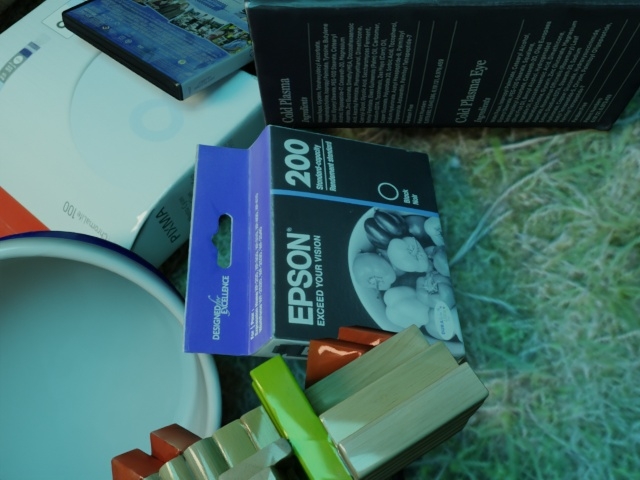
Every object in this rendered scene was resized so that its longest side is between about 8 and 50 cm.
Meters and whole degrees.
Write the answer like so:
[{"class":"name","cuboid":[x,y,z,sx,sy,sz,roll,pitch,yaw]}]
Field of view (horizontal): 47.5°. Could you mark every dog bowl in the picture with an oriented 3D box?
[{"class":"dog bowl","cuboid":[-0.215,0.125,0.572,0.265,0.104,0.265,-2,98,-15]}]

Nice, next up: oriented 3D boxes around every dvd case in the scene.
[{"class":"dvd case","cuboid":[-0.106,-0.240,0.742,0.180,0.022,0.253,34,55,27]}]

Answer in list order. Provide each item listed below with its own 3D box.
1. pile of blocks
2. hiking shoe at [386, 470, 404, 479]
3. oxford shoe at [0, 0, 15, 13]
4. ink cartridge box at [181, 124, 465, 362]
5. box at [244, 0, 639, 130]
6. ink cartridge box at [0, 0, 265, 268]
[{"class":"pile of blocks","cuboid":[-0.073,0.152,0.450,0.362,0.149,0.112,-39,68,10]},{"class":"hiking shoe","cuboid":[0.030,0.138,0.562,0.086,0.114,0.227,-8,68,13]},{"class":"oxford shoe","cuboid":[-0.439,-0.281,0.897,0.363,0.130,0.133,-22,97,2]},{"class":"ink cartridge box","cuboid":[0.000,0.000,0.586,0.208,0.045,0.206,6,54,-14]},{"class":"box","cuboid":[0.102,-0.283,0.626,0.312,0.179,0.343,-1,69,2]},{"class":"ink cartridge box","cuboid":[-0.272,-0.070,0.710,0.308,0.091,0.385,35,68,25]}]
